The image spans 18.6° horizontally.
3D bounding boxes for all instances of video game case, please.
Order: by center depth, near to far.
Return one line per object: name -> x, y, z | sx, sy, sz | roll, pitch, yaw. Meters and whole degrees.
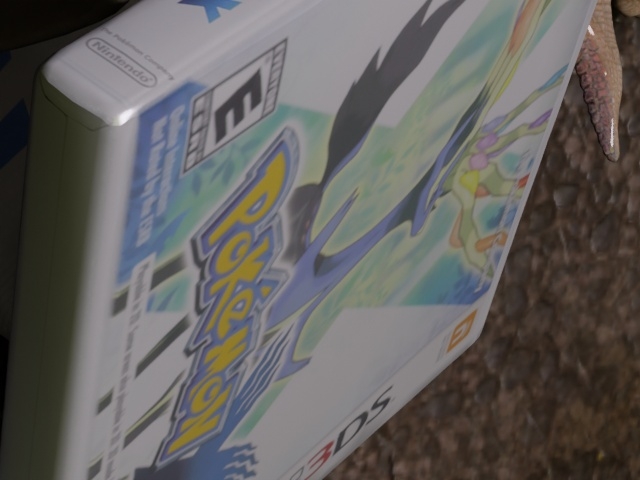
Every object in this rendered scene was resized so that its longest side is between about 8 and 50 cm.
video game case -> 0.000, 0.000, 0.713 | 0.300, 0.036, 0.329 | -38, 154, -38

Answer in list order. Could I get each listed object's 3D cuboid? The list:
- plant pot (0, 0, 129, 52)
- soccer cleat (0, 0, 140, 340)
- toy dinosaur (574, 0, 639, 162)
plant pot -> -0.220, -0.186, 0.514 | 0.323, 0.323, 0.280 | -5, 89, -38
soccer cleat -> -0.066, -0.096, 0.691 | 0.116, 0.143, 0.331 | -16, 130, -36
toy dinosaur -> 0.137, -0.197, 0.899 | 0.200, 0.127, 0.296 | 15, 105, -34
